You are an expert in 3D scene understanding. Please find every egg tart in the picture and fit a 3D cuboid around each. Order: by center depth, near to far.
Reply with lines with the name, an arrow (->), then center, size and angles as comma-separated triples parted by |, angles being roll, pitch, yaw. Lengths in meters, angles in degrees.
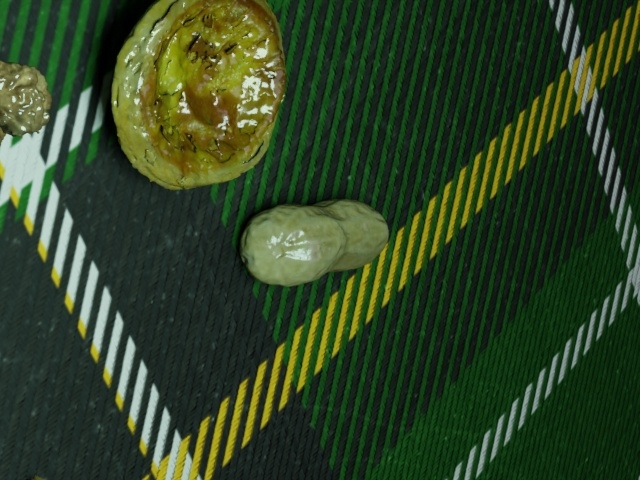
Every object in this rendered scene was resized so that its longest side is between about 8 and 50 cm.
egg tart -> -0.168, -0.204, 2.172 | 0.290, 0.115, 0.290 | -14, 110, -43

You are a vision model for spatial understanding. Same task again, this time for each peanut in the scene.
peanut -> 0.000, 0.000, 2.380 | 0.256, 0.123, 0.124 | -9, 104, -42

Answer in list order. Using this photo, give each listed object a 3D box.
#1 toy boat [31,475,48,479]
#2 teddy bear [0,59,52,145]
toy boat -> -0.395, 0.396, 2.087 | 0.226, 0.068, 0.088 | -62, 145, -18
teddy bear -> -0.447, -0.094, 1.828 | 0.296, 0.246, 0.222 | 14, 62, -37
